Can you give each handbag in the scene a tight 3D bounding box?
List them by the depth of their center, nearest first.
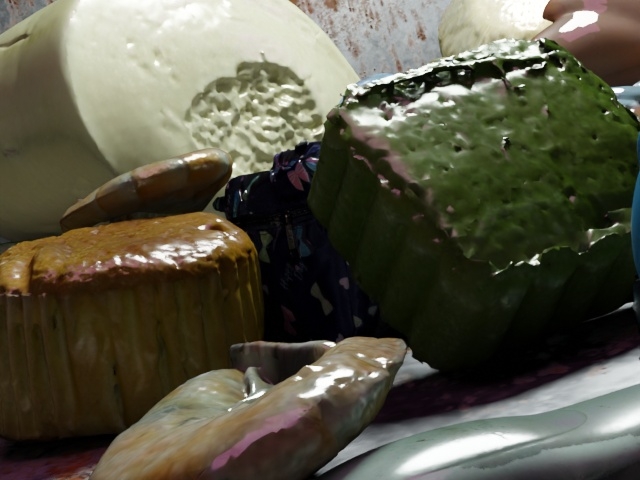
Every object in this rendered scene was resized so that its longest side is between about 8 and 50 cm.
[{"bbox_3d":[0.000,0.000,1.180,0.113,0.162,0.260,-19,4,-22],"label":"handbag"}]

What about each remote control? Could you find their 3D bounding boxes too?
[{"bbox_3d":[0.091,0.095,0.652,0.256,0.045,0.097,-15,6,-21],"label":"remote control"}]

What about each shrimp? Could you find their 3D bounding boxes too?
[{"bbox_3d":[-0.019,0.089,0.762,0.168,0.077,0.317,-25,2,16],"label":"shrimp"},{"bbox_3d":[-0.171,-0.027,1.313,0.145,0.059,0.254,-21,1,-37],"label":"shrimp"}]

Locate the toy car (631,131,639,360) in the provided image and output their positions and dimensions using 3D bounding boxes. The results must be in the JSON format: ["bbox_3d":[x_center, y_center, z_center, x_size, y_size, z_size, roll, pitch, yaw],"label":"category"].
[{"bbox_3d":[0.265,-0.039,0.769,0.188,0.190,0.255,-11,6,42],"label":"toy car"}]

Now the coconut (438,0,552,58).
[{"bbox_3d":[0.289,-0.193,1.749,0.328,0.329,0.329,-15,6,2],"label":"coconut"}]

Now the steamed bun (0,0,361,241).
[{"bbox_3d":[-0.174,-0.128,1.643,0.456,0.290,0.371,19,-20,-38],"label":"steamed bun"}]

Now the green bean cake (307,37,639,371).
[{"bbox_3d":[0.120,-0.029,0.986,0.214,0.200,0.113,-22,-34,-25],"label":"green bean cake"}]

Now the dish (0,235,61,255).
[{"bbox_3d":[-0.308,0.077,1.425,0.324,0.124,0.324,-7,6,1],"label":"dish"}]

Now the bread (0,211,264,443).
[{"bbox_3d":[-0.156,0.060,1.126,0.227,0.142,0.253,-8,4,-5],"label":"bread"}]

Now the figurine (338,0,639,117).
[{"bbox_3d":[0.201,-0.093,1.341,0.276,0.248,0.388,-24,1,-41],"label":"figurine"}]
